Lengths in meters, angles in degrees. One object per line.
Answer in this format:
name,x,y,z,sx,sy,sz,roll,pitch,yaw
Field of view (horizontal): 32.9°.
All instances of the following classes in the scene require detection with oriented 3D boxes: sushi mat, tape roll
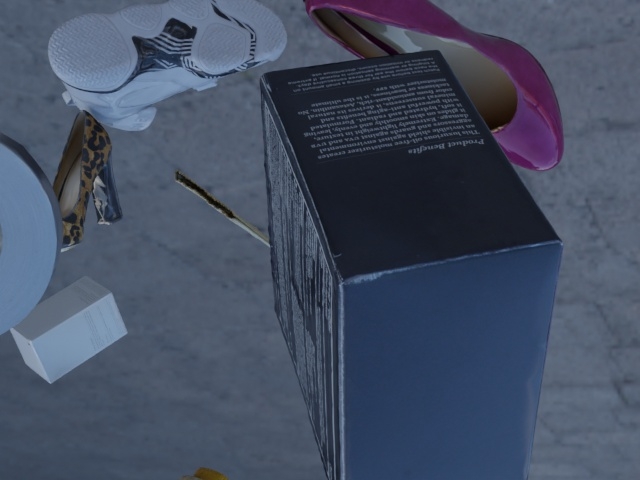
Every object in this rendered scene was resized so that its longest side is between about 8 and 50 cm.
sushi mat,-0.132,-0.027,1.897,0.151,0.019,0.316,35,178,29
tape roll,-0.366,-0.007,1.059,0.219,0.219,0.072,9,-171,-10

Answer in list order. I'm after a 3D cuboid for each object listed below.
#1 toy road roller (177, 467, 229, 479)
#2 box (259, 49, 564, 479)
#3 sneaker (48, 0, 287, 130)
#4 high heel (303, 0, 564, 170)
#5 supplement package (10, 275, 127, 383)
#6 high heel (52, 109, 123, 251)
toy road roller,-0.273,0.578,2.040,0.240,0.202,0.330,11,135,29
box,0.066,0.039,0.955,0.182,0.294,0.296,-9,131,-9
sneaker,-0.243,-0.282,1.718,0.365,0.137,0.210,-10,166,-15
high heel,0.120,-0.163,1.124,0.377,0.181,0.127,40,134,-20
supplement package,-0.477,0.166,2.045,0.105,0.179,0.105,25,139,45
high heel,-0.402,-0.084,1.633,0.093,0.186,0.261,-2,-162,27
